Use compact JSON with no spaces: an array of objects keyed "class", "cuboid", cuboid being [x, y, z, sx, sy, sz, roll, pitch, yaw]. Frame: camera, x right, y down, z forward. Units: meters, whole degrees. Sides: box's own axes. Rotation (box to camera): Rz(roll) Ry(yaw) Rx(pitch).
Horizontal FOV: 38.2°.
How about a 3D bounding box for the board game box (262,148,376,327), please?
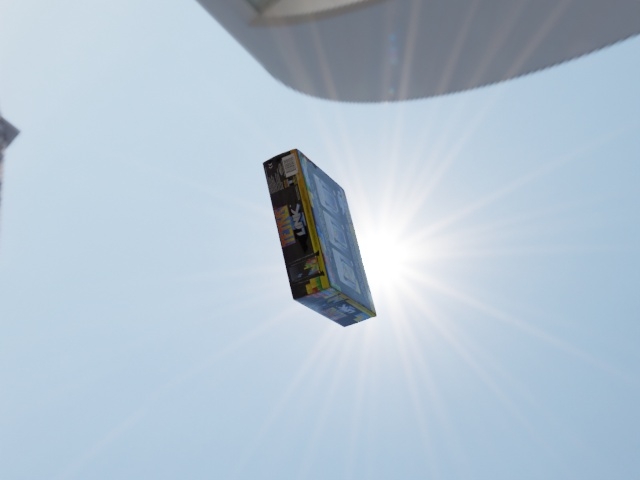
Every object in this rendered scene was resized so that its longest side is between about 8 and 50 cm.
[{"class":"board game box","cuboid":[0.000,0.000,1.043,0.048,0.141,0.170,-21,-115,16]}]
